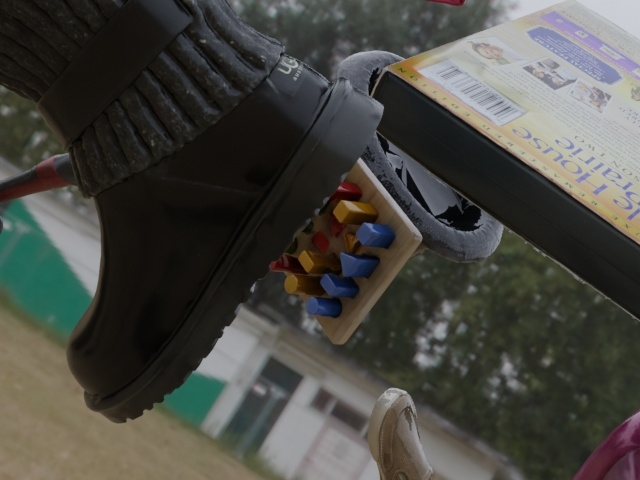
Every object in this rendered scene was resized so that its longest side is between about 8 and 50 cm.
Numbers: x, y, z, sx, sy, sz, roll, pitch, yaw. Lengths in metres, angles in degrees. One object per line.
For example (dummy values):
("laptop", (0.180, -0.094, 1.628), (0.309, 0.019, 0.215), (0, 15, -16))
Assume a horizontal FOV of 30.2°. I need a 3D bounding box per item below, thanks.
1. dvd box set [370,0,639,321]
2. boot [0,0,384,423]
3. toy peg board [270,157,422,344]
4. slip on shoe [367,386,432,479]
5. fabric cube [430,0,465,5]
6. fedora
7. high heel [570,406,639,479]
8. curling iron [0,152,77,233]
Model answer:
("dvd box set", (0.269, -0.099, 1.120), (0.307, 0.062, 0.420), (37, 34, 17))
("boot", (-0.150, -0.052, 0.813), (0.260, 0.348, 0.131), (34, 29, -11))
("toy peg board", (0.000, 0.000, 1.273), (0.079, 0.161, 0.161), (6, 38, -44))
("slip on shoe", (0.067, 0.174, 0.917), (0.041, 0.051, 0.135), (18, -56, 35))
("fabric cube", (0.050, -0.435, 1.227), (0.259, 0.258, 0.254), (7, -40, -12))
("fedora", (0.105, -0.093, 1.648), (0.334, 0.334, 0.152), (36, -49, -23))
("high heel", (0.264, 0.324, 1.215), (0.127, 0.181, 0.377), (33, -51, -1))
("curling iron", (-0.224, -0.048, 1.052), (0.035, 0.274, 0.068), (25, 45, -72))
